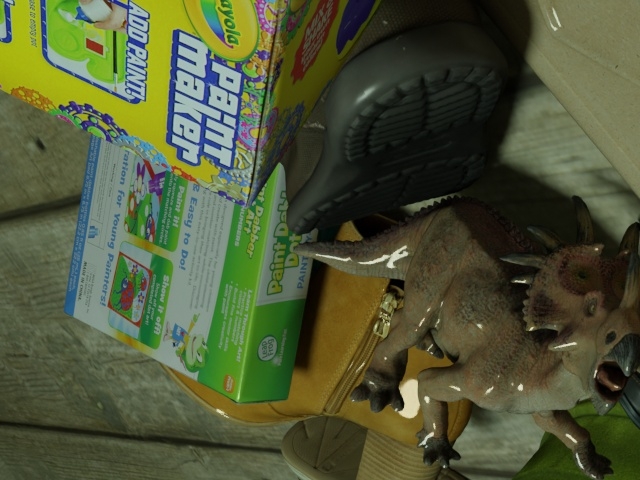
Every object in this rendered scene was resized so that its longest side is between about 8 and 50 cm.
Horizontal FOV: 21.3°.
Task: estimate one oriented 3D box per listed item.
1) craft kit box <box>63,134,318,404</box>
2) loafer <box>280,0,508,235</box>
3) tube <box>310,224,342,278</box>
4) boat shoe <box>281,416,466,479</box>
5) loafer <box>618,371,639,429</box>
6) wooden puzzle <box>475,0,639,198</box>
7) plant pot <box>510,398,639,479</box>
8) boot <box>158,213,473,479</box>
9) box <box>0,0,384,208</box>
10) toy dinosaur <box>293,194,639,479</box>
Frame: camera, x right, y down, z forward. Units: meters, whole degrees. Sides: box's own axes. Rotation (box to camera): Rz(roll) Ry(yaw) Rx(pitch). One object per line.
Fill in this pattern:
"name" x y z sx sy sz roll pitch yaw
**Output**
"craft kit box" -0.098 -0.028 1.328 0.247 0.061 0.250 23 106 49
"loafer" 0.037 -0.100 1.071 0.366 0.134 0.130 120 134 -74
"tube" 0.000 0.000 1.374 0.080 0.052 0.207 20 138 29
"boat shoe" 0.073 0.251 1.529 0.285 0.103 0.092 31 153 44
"loafer" 0.258 0.116 1.097 0.170 0.062 0.061 36 113 43
"wooden puzzle" 0.225 -0.102 0.827 0.322 0.080 0.348 51 160 1
"plant pot" 0.183 0.361 1.186 0.366 0.353 0.366 38 152 25
"boot" -0.001 0.061 1.339 0.295 0.104 0.211 29 125 25
"box" -0.082 -0.221 0.830 0.279 0.290 0.177 26 147 9
"toy dinosaur" 0.116 0.035 1.099 0.296 0.127 0.200 41 129 37
